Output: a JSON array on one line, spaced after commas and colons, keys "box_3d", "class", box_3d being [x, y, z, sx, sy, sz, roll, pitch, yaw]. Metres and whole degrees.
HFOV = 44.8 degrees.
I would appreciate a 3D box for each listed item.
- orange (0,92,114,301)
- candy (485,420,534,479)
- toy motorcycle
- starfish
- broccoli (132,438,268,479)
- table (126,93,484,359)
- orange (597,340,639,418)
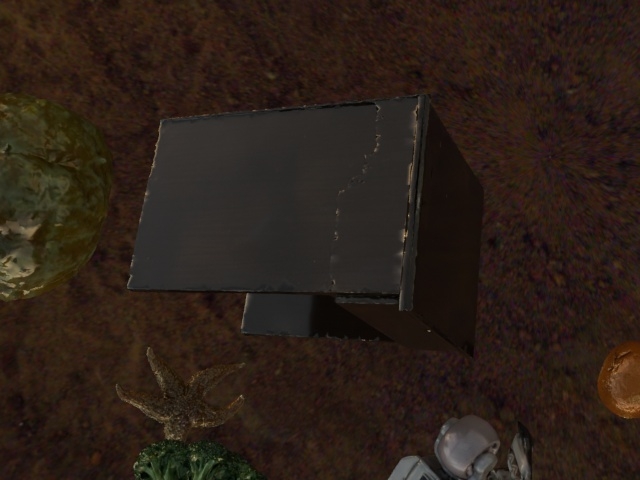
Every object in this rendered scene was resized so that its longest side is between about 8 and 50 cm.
[{"box_3d": [-0.484, -0.049, 1.269, 0.271, 0.210, 0.368, 9, 115, -25], "class": "orange"}, {"box_3d": [0.168, 0.231, 0.706, 0.051, 0.226, 0.093, -6, 63, 4], "class": "candy"}, {"box_3d": [0.142, 0.316, 0.951, 0.112, 0.112, 0.254, 32, 111, 11], "class": "toy motorcycle"}, {"box_3d": [-0.334, 0.378, 1.873, 0.302, 0.060, 0.299, 37, 77, -21], "class": "starfish"}, {"box_3d": [-0.239, 0.490, 1.423, 0.269, 0.269, 0.254, 27, 114, 12], "class": "broccoli"}, {"box_3d": [0.000, 0.000, 0.794, 0.282, 0.250, 0.196, 0, 74, 23], "class": "table"}, {"box_3d": [0.546, 0.243, 1.347, 0.118, 0.136, 0.135, 20, 102, 36], "class": "orange"}]
